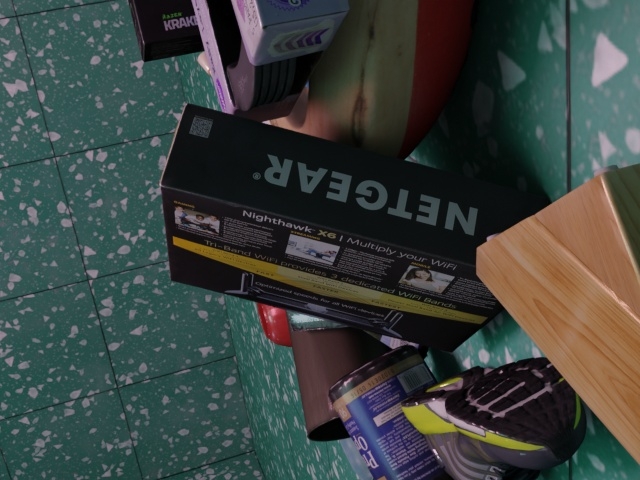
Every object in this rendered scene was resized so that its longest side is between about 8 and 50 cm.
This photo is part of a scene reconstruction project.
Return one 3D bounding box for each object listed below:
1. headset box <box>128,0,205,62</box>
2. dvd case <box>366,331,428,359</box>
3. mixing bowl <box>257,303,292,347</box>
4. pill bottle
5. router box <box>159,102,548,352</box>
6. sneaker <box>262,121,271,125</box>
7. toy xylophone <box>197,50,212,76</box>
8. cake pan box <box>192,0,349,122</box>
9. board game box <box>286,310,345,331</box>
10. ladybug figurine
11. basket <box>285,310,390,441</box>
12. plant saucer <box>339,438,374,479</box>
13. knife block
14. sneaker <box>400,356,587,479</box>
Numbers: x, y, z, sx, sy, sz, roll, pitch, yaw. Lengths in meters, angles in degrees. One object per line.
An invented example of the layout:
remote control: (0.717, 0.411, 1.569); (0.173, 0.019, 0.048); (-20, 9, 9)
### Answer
headset box: (-0.181, -0.440, 1.242); (0.131, 0.246, 0.283); (177, 80, -77)
dvd case: (0.034, 0.032, 1.013); (0.253, 0.022, 0.180); (31, 142, 22)
mixing bowl: (-0.076, 0.153, 1.741); (0.181, 0.098, 0.181); (166, 90, -78)
pill bottle: (0.112, 0.241, 0.956); (0.219, 0.122, 0.123); (60, 163, 16)
router box: (0.015, 0.004, 0.755); (0.243, 0.308, 0.081); (112, 172, -68)
sneaker: (-0.071, -0.197, 1.370); (0.292, 0.108, 0.169); (35, 136, 56)
toy xylophone: (-0.065, -0.257, 1.078); (0.081, 0.236, 0.323); (26, -153, -51)
cake pan box: (-0.063, -0.236, 0.637); (0.246, 0.070, 0.267); (150, 105, -78)
board game box: (0.027, 0.053, 1.097); (0.186, 0.026, 0.126); (-8, 97, 33)
ladybug figurine: (0.034, -0.225, 0.742); (0.449, 0.161, 0.305); (97, 155, -55)
basket: (0.029, 0.160, 1.208); (0.204, 0.154, 0.227); (82, 174, -68)
plant saucer: (0.053, 0.260, 1.433); (0.317, 0.043, 0.318); (167, 90, -77)
knife block: (0.209, 0.079, 0.487); (0.276, 0.088, 0.242); (130, 126, -73)
sneaker: (0.172, 0.185, 0.771); (0.121, 0.111, 0.300); (62, 170, 4)
